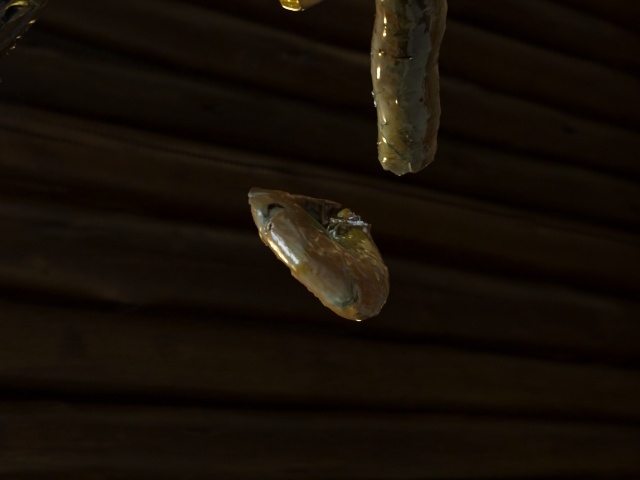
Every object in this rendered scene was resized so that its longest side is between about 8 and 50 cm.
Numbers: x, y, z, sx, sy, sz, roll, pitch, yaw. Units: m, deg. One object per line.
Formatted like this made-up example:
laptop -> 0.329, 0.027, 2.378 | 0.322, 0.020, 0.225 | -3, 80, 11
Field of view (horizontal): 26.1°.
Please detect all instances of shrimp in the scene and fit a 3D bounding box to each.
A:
shrimp -> 0.000, -0.001, 1.186 | 0.145, 0.061, 0.267 | 38, -165, -1

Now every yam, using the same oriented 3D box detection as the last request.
yam -> 0.082, -0.175, 1.297 | 0.067, 0.317, 0.071 | 23, -121, 19

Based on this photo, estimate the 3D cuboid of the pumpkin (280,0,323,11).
pumpkin -> -0.045, -0.347, 1.235 | 0.149, 0.130, 0.254 | -36, -64, -21

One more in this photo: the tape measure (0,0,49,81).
tape measure -> -0.302, -0.214, 1.153 | 0.112, 0.199, 0.186 | 40, -85, 7
